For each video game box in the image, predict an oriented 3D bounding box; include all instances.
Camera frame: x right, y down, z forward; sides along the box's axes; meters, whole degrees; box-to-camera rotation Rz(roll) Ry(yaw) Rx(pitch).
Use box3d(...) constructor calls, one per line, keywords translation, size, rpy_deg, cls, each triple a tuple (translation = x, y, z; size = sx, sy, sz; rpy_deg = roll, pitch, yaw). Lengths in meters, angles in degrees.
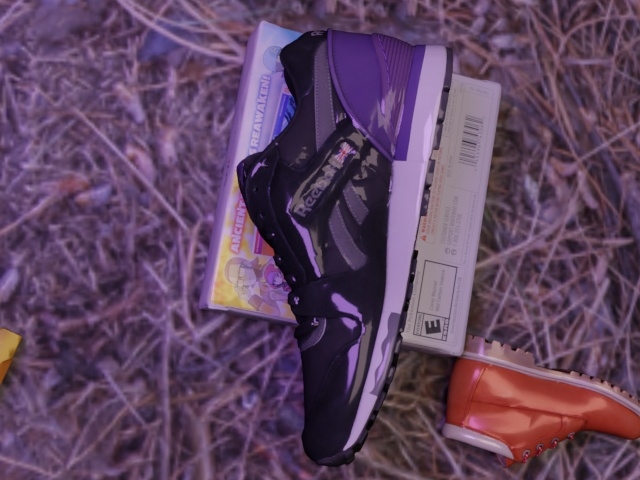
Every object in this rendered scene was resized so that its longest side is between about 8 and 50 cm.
box3d(translation=(0.023, -0.033, 0.850), size=(0.187, 0.048, 0.205), rpy_deg=(13, 79, -17), cls="video game box")

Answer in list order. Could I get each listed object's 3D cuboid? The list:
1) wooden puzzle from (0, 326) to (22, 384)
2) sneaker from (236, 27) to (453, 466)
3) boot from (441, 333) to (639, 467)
box3d(translation=(-0.257, 0.079, 0.767), size=(0.116, 0.014, 0.078), rpy_deg=(16, 74, -15), cls="wooden puzzle")
box3d(translation=(0.000, 0.000, 0.777), size=(0.124, 0.107, 0.283), rpy_deg=(11, 76, 0), cls="sneaker")
box3d(translation=(0.164, 0.130, 0.870), size=(0.158, 0.059, 0.084), rpy_deg=(17, 81, -6), cls="boot")
